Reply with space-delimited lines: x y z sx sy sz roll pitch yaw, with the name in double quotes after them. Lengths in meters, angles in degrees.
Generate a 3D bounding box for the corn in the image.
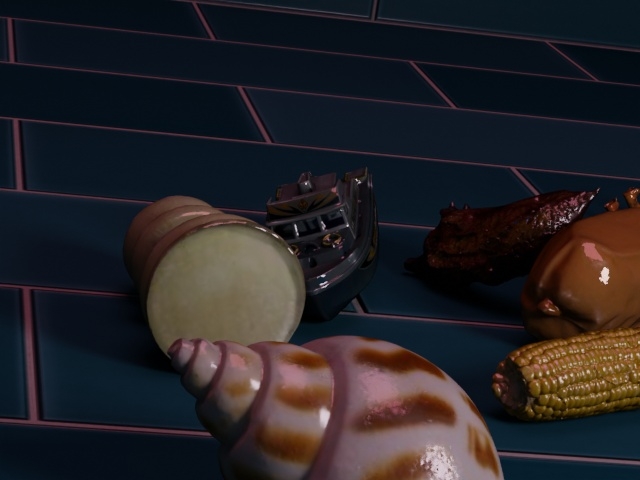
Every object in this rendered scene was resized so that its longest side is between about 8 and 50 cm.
0.255 0.119 1.749 0.238 0.080 0.080 -2 19 -37 "corn"

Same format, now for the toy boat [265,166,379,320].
-0.001 -0.004 1.959 0.114 0.122 0.296 -15 17 8 "toy boat"

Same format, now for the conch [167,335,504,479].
0.016 0.146 1.410 0.275 0.149 0.183 8 12 -9 "conch"

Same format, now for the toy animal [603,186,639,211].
0.405 -0.018 2.293 0.116 0.114 0.255 55 32 3 "toy animal"

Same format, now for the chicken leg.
0.183 -0.002 2.019 0.234 0.105 0.063 -9 -29 43 "chicken leg"

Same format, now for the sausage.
0.289 0.040 1.931 0.120 0.136 0.241 34 24 31 "sausage"

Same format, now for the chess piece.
-0.114 0.026 1.803 0.144 0.144 0.251 3 11 -16 "chess piece"
